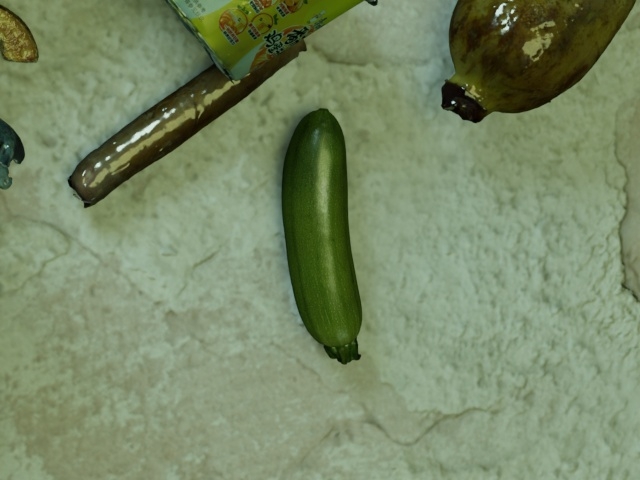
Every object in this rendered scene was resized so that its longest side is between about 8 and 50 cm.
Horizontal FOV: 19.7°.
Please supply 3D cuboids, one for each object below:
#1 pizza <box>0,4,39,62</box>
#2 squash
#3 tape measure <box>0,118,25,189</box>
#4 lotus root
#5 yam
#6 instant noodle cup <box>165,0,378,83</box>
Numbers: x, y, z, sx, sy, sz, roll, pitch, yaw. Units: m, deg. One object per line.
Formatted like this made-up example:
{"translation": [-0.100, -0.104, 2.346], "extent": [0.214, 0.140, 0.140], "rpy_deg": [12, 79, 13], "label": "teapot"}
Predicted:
{"translation": [-0.282, -0.187, 1.648], "extent": [0.037, 0.016, 0.083], "rpy_deg": [-48, 118, -7], "label": "pizza"}
{"translation": [0.000, 0.000, 1.781], "extent": [0.069, 0.069, 0.258], "rpy_deg": [-11, 106, -20], "label": "squash"}
{"translation": [-0.410, -0.095, 1.453], "extent": [0.256, 0.147, 0.275], "rpy_deg": [-33, 116, 22], "label": "tape measure"}
{"translation": [0.207, -0.215, 1.782], "extent": [0.145, 0.128, 0.260], "rpy_deg": [42, 79, -11], "label": "lotus root"}
{"translation": [-0.124, -0.120, 1.712], "extent": [0.264, 0.046, 0.046], "rpy_deg": [-37, 113, -12], "label": "yam"}
{"translation": [-0.070, -0.247, 1.635], "extent": [0.153, 0.205, 0.205], "rpy_deg": [-37, 114, 1], "label": "instant noodle cup"}
